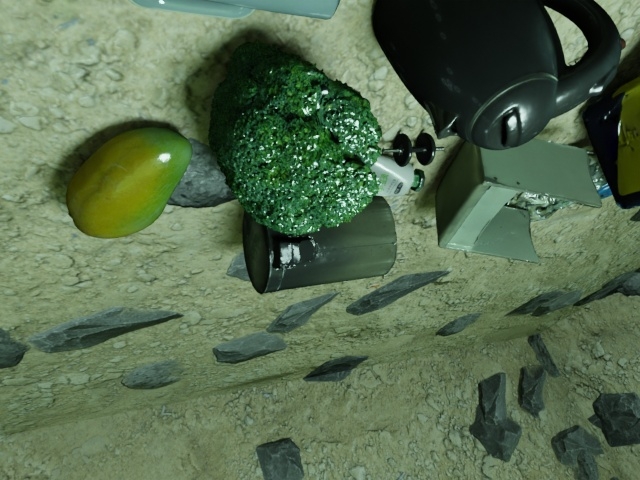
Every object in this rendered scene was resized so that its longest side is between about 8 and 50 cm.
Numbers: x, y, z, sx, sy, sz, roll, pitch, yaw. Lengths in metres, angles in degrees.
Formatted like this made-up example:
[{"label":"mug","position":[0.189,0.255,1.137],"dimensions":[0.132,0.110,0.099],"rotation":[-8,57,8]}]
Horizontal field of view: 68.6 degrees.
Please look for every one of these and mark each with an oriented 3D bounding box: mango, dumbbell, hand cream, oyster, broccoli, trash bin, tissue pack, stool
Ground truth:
[{"label":"mango","position":[-0.321,-0.094,0.789],"dimensions":[0.251,0.114,0.156],"rotation":[-36,139,28]},{"label":"dumbbell","position":[0.193,-0.187,0.968],"dimensions":[0.147,0.069,0.069],"rotation":[-6,148,-20]},{"label":"hand cream","position":[0.067,-0.142,0.993],"dimensions":[0.335,0.076,0.121],"rotation":[3,143,-21]},{"label":"oyster","position":[0.622,-0.147,1.216],"dimensions":[0.350,0.158,0.162],"rotation":[-20,180,37]},{"label":"broccoli","position":[-0.038,-0.149,0.740],"dimensions":[0.308,0.308,0.275],"rotation":[-42,-179,35]},{"label":"trash bin","position":[0.000,0.000,1.033],"dimensions":[0.301,0.203,0.252],"rotation":[-5,-172,-24]},{"label":"tissue pack","position":[0.758,-0.236,0.888],"dimensions":[0.253,0.264,0.416],"rotation":[-16,176,-10]},{"label":"stool","position":[0.429,-0.094,1.075],"dimensions":[0.269,0.171,0.244],"rotation":[11,145,-5]}]

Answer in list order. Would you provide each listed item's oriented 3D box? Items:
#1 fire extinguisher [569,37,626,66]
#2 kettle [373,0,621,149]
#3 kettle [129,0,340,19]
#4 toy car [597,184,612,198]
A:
[{"label":"fire extinguisher","position":[0.539,-0.366,0.905],"dimensions":[0.100,0.032,0.046],"rotation":[-28,160,4]},{"label":"kettle","position":[0.245,-0.267,0.647],"dimensions":[0.268,0.291,0.207],"rotation":[-25,149,8]},{"label":"kettle","position":[-0.108,-0.327,0.524],"dimensions":[0.242,0.160,0.210],"rotation":[-3,176,-12]},{"label":"toy car","position":[0.867,-0.171,1.344],"dimensions":[0.191,0.100,0.097],"rotation":[-33,151,31]}]
